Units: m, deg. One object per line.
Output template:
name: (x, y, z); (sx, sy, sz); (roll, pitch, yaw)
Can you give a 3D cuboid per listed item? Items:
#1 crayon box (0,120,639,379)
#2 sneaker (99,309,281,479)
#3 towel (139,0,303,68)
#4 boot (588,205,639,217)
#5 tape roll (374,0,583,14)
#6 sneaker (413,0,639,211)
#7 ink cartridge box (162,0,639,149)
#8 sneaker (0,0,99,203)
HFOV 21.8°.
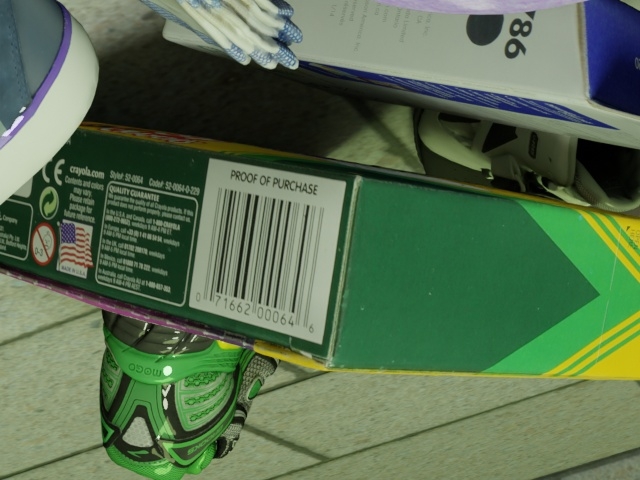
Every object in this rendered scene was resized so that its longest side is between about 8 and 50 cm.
crayon box: (0.000, 0.000, 1.024); (0.313, 0.106, 0.363); (5, -175, -44)
sneaker: (-0.101, 0.091, 1.261); (0.134, 0.146, 0.343); (15, -173, 10)
towel: (-0.133, -0.167, 0.655); (0.034, 0.209, 0.285); (-57, 154, -2)
boot: (0.284, -0.061, 1.306); (0.263, 0.091, 0.229); (8, 151, -41)
tape roll: (0.065, -0.215, 0.595); (0.275, 0.090, 0.274); (-1, 136, -1)
sneaker: (0.158, -0.071, 1.125); (0.122, 0.146, 0.330); (-9, 161, -18)
ink cartridge box: (0.089, -0.097, 0.876); (0.333, 0.065, 0.165); (16, -178, 39)
sneaker: (-0.280, -0.053, 0.741); (0.323, 0.130, 0.236); (-42, 133, 6)
